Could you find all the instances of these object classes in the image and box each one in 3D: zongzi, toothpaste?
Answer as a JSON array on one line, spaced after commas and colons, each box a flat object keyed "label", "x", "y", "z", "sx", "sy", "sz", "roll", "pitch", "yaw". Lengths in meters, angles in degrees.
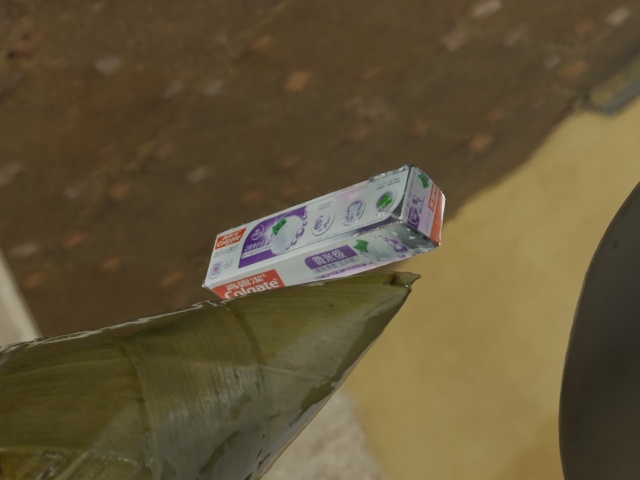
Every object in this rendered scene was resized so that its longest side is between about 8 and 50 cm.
[{"label": "zongzi", "x": -0.080, "y": 0.117, "z": 0.779, "sx": 0.300, "sy": 0.145, "sz": 0.274, "roll": -22, "pitch": 22, "yaw": 5}, {"label": "toothpaste", "x": 0.000, "y": 0.000, "z": 1.141, "sx": 0.196, "sy": 0.047, "sz": 0.040, "roll": -19, "pitch": -43, "yaw": 42}]

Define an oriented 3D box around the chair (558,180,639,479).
[{"label": "chair", "x": 0.400, "y": 0.119, "z": 1.098, "sx": 0.410, "sy": 0.362, "sz": 0.364, "roll": 15, "pitch": -85, "yaw": -25}]
